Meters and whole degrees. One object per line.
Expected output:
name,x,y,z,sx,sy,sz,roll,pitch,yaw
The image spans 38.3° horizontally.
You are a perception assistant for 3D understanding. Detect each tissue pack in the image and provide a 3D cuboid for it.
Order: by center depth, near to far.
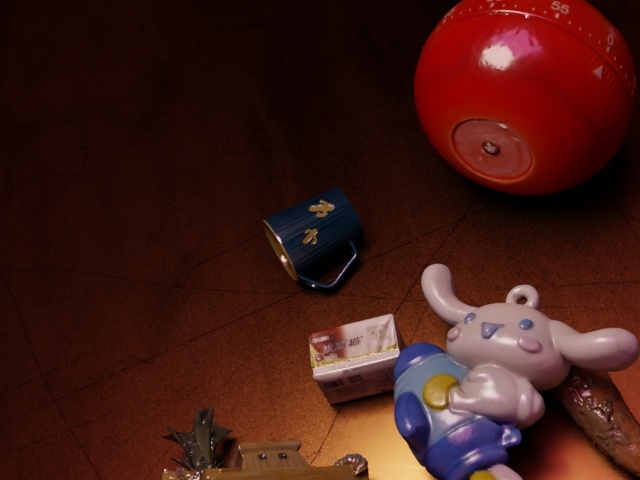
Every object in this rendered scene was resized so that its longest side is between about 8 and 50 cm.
tissue pack,0.067,0.198,1.536,0.148,0.106,0.099,-15,51,9

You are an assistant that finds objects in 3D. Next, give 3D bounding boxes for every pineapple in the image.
pineapple,-0.168,0.404,1.466,0.130,0.119,0.277,5,46,-33

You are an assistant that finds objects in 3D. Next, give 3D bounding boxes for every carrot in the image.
carrot,0.423,0.255,1.375,0.102,0.102,0.263,-29,53,-3

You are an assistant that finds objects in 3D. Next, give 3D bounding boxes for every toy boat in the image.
toy boat,-0.082,0.362,1.391,0.321,0.089,0.121,3,48,-18

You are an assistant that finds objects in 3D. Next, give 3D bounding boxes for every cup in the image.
cup,0.000,0.000,1.711,0.155,0.131,0.176,-31,80,-9

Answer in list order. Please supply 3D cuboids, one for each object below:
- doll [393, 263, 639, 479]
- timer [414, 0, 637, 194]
doll,0.227,0.219,1.358,0.365,0.187,0.376,-59,23,-12
timer,0.347,-0.251,1.593,0.378,0.378,0.279,13,58,28
